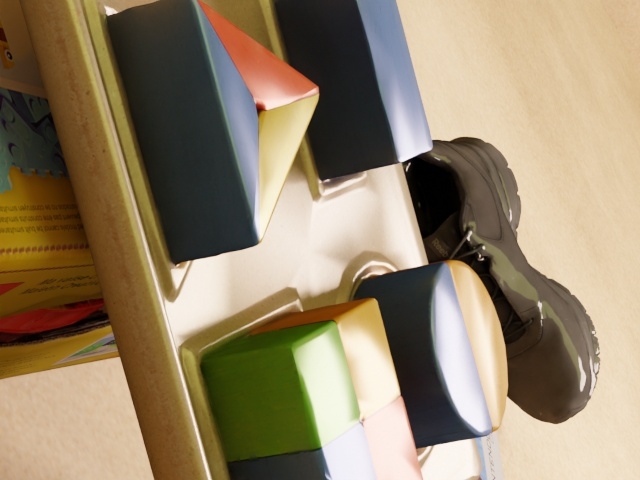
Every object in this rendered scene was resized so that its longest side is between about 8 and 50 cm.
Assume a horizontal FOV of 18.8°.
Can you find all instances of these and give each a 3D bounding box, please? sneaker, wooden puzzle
[{"bbox_3d":[0.142,0.034,1.696,0.130,0.109,0.286,8,50,-57],"label":"sneaker"},{"bbox_3d":[0.000,0.000,0.910,0.348,0.080,0.322,-27,103,-67],"label":"wooden puzzle"}]

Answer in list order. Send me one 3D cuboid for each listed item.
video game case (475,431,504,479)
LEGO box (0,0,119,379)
[{"bbox_3d":[0.046,0.105,1.433,0.269,0.061,0.244,44,28,-40],"label":"video game case"},{"bbox_3d":[-0.197,-0.126,0.957,0.372,0.193,0.500,67,22,7],"label":"LEGO box"}]
